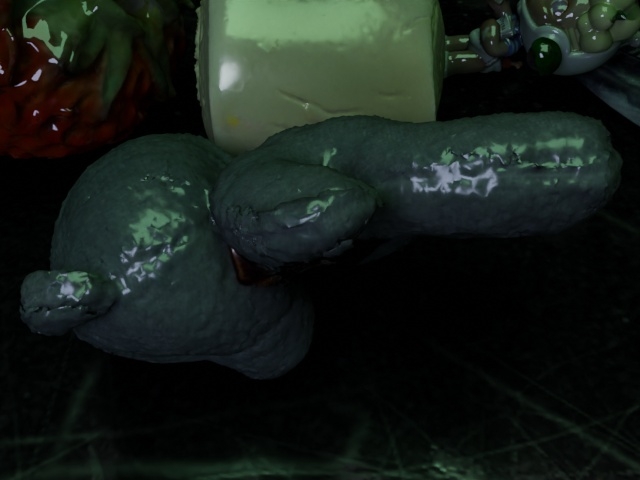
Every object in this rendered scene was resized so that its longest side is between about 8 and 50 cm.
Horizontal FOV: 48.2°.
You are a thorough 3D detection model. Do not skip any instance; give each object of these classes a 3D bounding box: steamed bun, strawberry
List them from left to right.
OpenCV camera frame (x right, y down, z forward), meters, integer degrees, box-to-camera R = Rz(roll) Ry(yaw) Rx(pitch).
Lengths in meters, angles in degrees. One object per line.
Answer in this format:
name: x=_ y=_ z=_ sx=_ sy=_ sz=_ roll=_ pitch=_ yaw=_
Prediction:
strawberry: x=-0.281 y=-0.230 z=0.592 sx=0.351 sy=0.312 sz=0.267 roll=10 pitch=24 yaw=35
steamed bun: x=0.001 y=-0.166 z=0.565 sx=0.199 sy=0.155 sz=0.250 roll=-2 pitch=45 yaw=-3

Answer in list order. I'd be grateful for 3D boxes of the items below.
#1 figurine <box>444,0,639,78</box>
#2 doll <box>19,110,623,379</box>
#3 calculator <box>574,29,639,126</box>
figurine: x=0.191 y=-0.196 z=0.650 sx=0.196 sy=0.094 sz=0.147 roll=-1 pitch=49 yaw=16
doll: x=-0.002 y=0.008 z=0.424 sx=0.340 sy=0.158 sz=0.246 roll=-4 pitch=5 yaw=6
calculator: x=0.353 y=-0.138 z=0.649 sx=0.177 sy=0.040 sz=0.268 roll=-24 pitch=45 yaw=-21
